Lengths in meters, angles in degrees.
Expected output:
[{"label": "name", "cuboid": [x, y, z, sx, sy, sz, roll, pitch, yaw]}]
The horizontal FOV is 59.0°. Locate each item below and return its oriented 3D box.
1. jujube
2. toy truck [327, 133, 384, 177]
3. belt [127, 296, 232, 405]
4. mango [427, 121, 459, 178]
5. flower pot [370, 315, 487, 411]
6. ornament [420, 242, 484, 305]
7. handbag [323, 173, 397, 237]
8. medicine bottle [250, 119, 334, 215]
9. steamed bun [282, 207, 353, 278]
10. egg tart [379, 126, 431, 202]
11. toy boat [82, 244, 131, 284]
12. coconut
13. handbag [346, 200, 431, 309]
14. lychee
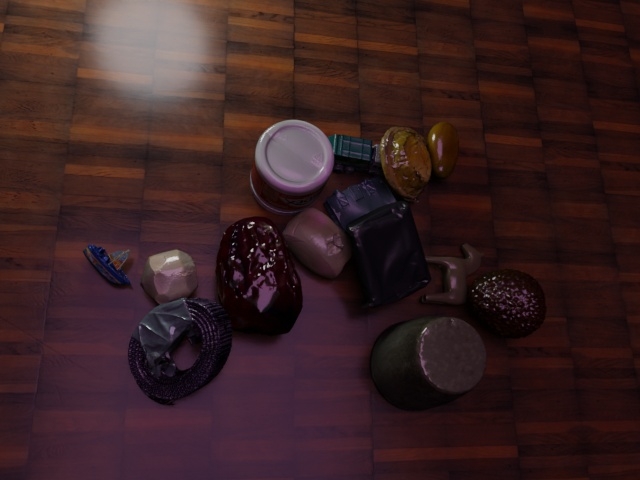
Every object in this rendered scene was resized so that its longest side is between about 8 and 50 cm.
[{"label": "jujube", "cuboid": [-0.192, 0.119, 1.736, 0.258, 0.258, 0.377, -8, 63, -15]}, {"label": "toy truck", "cuboid": [0.127, -0.300, 1.995, 0.253, 0.124, 0.114, 8, 75, -9]}, {"label": "belt", "cuboid": [-0.403, 0.307, 1.627, 0.325, 0.122, 0.260, -44, 79, 12]}, {"label": "mango", "cuboid": [0.449, -0.327, 2.075, 0.136, 0.099, 0.228, 23, 64, -38]}, {"label": "flower pot", "cuboid": [0.331, 0.367, 1.724, 0.293, 0.330, 0.294, 3, 73, -10]}, {"label": "ornament", "cuboid": [0.465, 0.114, 1.972, 0.244, 0.061, 0.231, 5, 70, -13]}, {"label": "handbag", "cuboid": [0.143, -0.123, 1.977, 0.229, 0.062, 0.179, -26, 77, -18]}, {"label": "medicine bottle", "cuboid": [-0.098, -0.235, 1.859, 0.252, 0.241, 0.253, 3, 73, -11]}, {"label": "steamed bun", "cuboid": [0.000, 0.000, 1.855, 0.238, 0.152, 0.170, 42, 68, 0]}, {"label": "egg tart", "cuboid": [0.318, -0.269, 1.972, 0.290, 0.107, 0.291, 12, 74, -46]}, {"label": "toy boat", "cuboid": [-0.629, 0.063, 1.729, 0.110, 0.091, 0.175, -41, 90, -4]}, {"label": "coconut", "cuboid": [-0.463, 0.111, 1.716, 0.162, 0.161, 0.161, -15, 77, -25]}, {"label": "handbag", "cuboid": [0.194, 0.049, 1.850, 0.275, 0.178, 0.302, -22, 103, -22]}, {"label": "lychee", "cuboid": [0.625, 0.206, 1.893, 0.271, 0.236, 0.236, 22, 70, -5]}]
